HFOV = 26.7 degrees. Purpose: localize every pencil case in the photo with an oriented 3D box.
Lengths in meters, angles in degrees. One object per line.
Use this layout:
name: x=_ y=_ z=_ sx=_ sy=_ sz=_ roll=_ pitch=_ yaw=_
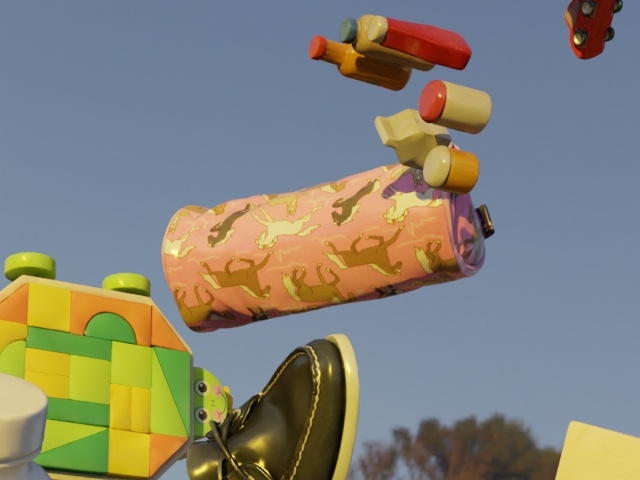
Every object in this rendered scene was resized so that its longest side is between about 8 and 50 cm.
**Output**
pencil case: x=0.000 y=0.000 z=1.580 sx=0.386 sy=0.160 sz=0.167 roll=-14 pitch=5 yaw=22

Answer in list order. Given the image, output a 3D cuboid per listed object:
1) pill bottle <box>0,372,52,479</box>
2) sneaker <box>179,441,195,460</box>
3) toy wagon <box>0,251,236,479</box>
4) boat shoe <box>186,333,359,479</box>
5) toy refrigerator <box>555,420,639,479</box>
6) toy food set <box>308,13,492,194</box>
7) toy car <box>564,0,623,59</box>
pill bottle: x=-0.198 y=0.165 z=0.719 sx=0.108 sy=0.180 sz=0.108 roll=11 pitch=10 yaw=-2
sneaker: x=-0.246 y=0.204 z=1.597 sx=0.121 sy=0.099 sz=0.262 roll=-31 pitch=-49 yaw=-2
toy wagon: x=-0.230 y=0.161 z=1.476 sx=0.344 sy=0.267 sz=0.068 roll=13 pitch=-27 yaw=-32
boat shoe: x=-0.066 y=0.207 z=1.156 sx=0.113 sy=0.127 sz=0.340 roll=7 pitch=-45 yaw=-20
toy refrigerator: x=0.342 y=0.241 z=1.168 sx=0.269 sy=0.102 sz=0.094 roll=11 pitch=-5 yaw=39
toy food set: x=0.072 y=-0.141 z=1.242 sx=0.104 sy=0.232 sz=0.111 roll=12 pitch=-55 yaw=-24
toy car: x=0.378 y=-0.373 z=1.706 sx=0.053 sy=0.225 sz=0.239 roll=42 pitch=-13 yaw=39
